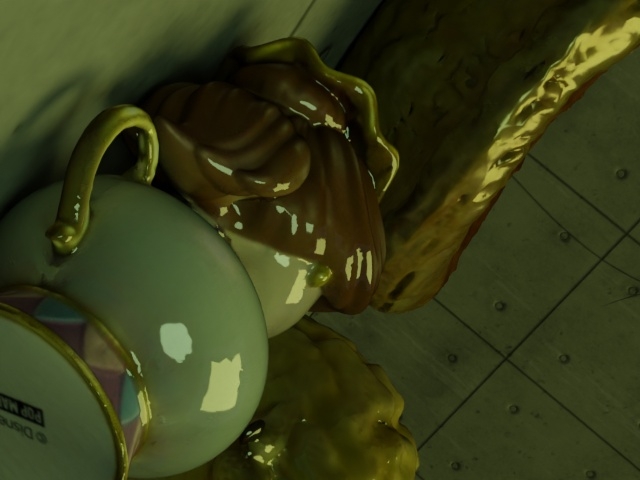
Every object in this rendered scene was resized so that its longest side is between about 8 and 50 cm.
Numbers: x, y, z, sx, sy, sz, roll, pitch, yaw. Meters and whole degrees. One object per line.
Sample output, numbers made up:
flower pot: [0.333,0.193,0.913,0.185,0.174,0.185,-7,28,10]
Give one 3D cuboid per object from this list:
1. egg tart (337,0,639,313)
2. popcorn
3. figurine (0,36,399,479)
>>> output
egg tart: [0.134,-0.137,0.865,0.443,0.178,0.443,-49,177,-3]
popcorn: [-0.067,0.247,0.950,0.349,0.349,0.381,-48,145,-18]
figurine: [-0.054,0.006,0.488,0.263,0.142,0.189,-45,150,-49]
